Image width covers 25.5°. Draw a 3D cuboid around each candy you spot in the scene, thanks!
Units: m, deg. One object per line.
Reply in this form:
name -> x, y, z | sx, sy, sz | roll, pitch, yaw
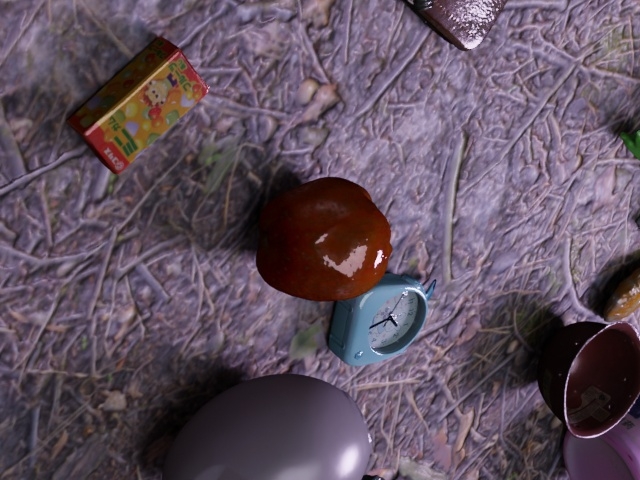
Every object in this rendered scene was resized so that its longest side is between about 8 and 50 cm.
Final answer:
candy -> -0.168, -0.126, 1.307 | 0.122, 0.038, 0.062 | -44, 136, -8

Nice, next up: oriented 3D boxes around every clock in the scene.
clock -> 0.082, 0.086, 1.652 | 0.147, 0.045, 0.108 | -9, 123, -37

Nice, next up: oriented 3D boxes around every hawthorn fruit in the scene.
hawthorn fruit -> 0.000, 0.000, 1.469 | 0.138, 0.133, 0.132 | -9, 123, -24

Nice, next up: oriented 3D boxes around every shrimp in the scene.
shrimp -> 0.461, 0.056, 1.955 | 0.190, 0.042, 0.101 | -29, 153, -23

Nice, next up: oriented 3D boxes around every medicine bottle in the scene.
medicine bottle -> 0.512, 0.282, 2.045 | 0.291, 0.178, 0.178 | -25, 131, -26

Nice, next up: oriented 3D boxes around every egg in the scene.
egg -> -0.062, 0.238, 1.538 | 0.232, 0.176, 0.176 | -14, 125, -27

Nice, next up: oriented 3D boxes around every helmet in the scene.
helmet -> 0.345, 0.165, 1.878 | 0.155, 0.106, 0.175 | -31, 131, -23

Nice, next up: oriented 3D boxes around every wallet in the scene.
wallet -> 0.193, -0.326, 1.480 | 0.137, 0.031, 0.255 | 32, 95, -46

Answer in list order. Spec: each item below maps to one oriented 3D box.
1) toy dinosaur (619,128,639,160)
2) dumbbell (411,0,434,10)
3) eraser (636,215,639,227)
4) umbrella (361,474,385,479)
toy dinosaur -> 0.566, -0.178, 1.852 | 0.374, 0.144, 0.500 | -58, 141, -11
dumbbell -> 0.092, -0.341, 1.342 | 0.110, 0.110, 0.254 | -21, 122, -28
eraser -> 0.460, -0.017, 1.916 | 0.038, 0.019, 0.083 | -51, 137, 2
umbrella -> 0.007, 0.454, 1.797 | 0.143, 0.094, 0.349 | 43, 81, -28
